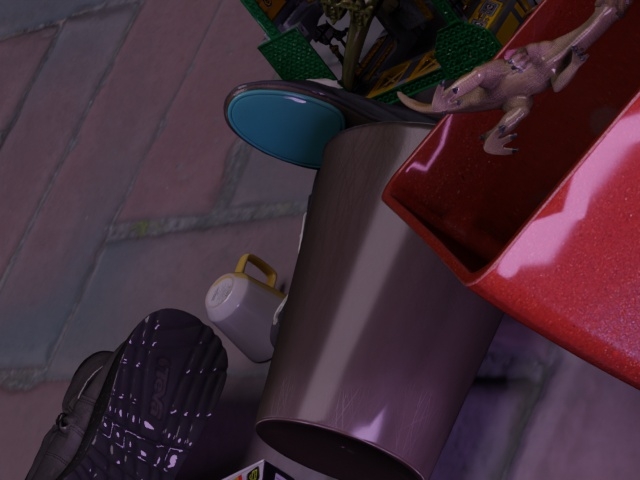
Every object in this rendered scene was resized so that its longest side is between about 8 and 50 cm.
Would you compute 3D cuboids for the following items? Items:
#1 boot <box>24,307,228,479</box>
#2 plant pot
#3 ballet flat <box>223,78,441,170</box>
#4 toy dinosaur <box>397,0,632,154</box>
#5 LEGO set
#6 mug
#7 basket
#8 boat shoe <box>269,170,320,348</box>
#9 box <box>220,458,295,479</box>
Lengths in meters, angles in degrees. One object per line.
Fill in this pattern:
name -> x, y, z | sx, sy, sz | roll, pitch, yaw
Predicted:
boot -> -0.196, 0.221, 1.526 | 0.338, 0.118, 0.223 | -58, 12, -28
plant pot -> 0.228, -0.032, 1.091 | 0.267, 0.236, 0.267 | -50, 13, 4
ballet flat -> 0.023, -0.088, 1.514 | 0.074, 0.203, 0.074 | -166, 90, -86
toy dinosaur -> 0.103, -0.085, 1.057 | 0.183, 0.053, 0.092 | -28, 10, 40
LEGO set -> 0.039, -0.261, 1.564 | 0.255, 0.331, 0.192 | -32, 18, 45
mug -> -0.062, 0.054, 1.580 | 0.062, 0.064, 0.078 | -45, 32, 12
basket -> 0.049, 0.051, 1.365 | 0.204, 0.154, 0.227 | -6, 57, 51
boat shoe -> 0.000, 0.000, 1.546 | 0.065, 0.075, 0.206 | -17, 50, 39
box -> -0.078, 0.271, 1.405 | 0.114, 0.036, 0.207 | -30, 38, 32
